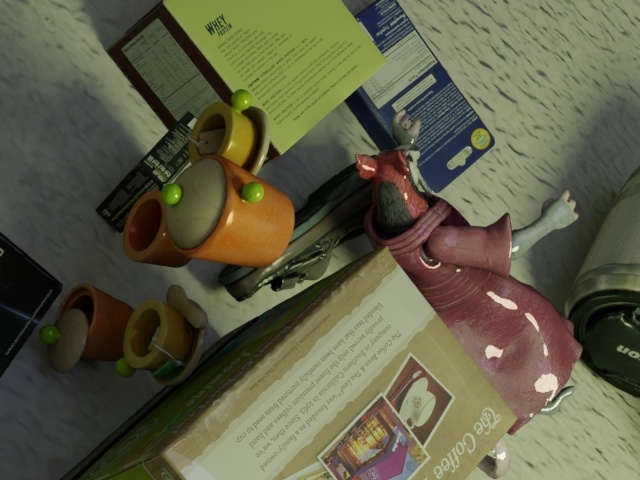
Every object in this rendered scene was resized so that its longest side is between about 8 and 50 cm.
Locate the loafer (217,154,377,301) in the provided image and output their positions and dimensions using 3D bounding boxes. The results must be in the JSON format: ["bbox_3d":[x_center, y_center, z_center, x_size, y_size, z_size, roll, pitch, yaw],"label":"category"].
[{"bbox_3d":[0.000,0.000,1.968,0.267,0.096,0.084,-40,103,-39],"label":"loafer"}]

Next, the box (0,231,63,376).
[{"bbox_3d":[-0.355,0.071,1.705,0.147,0.077,0.180,42,55,-14],"label":"box"}]

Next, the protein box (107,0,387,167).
[{"bbox_3d":[-0.079,-0.200,1.960,0.201,0.136,0.200,52,53,-7],"label":"protein box"}]

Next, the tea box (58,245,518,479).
[{"bbox_3d":[-0.052,0.217,1.700,0.220,0.323,0.329,53,52,-6],"label":"tea box"}]

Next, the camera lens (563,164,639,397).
[{"bbox_3d":[0.429,0.041,2.160,0.219,0.219,0.274,41,54,-14],"label":"camera lens"}]

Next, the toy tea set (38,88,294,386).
[{"bbox_3d":[-0.162,0.013,1.703,0.124,0.336,0.200,21,26,-36],"label":"toy tea set"}]

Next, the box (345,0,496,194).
[{"bbox_3d":[0.100,-0.169,2.132,0.136,0.036,0.225,-39,95,-37],"label":"box"}]

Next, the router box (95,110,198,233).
[{"bbox_3d":[-0.171,-0.069,1.856,0.038,0.122,0.092,42,53,-6],"label":"router box"}]

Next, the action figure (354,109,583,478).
[{"bbox_3d":[0.125,0.032,1.956,0.276,0.248,0.370,-52,128,-11],"label":"action figure"}]
